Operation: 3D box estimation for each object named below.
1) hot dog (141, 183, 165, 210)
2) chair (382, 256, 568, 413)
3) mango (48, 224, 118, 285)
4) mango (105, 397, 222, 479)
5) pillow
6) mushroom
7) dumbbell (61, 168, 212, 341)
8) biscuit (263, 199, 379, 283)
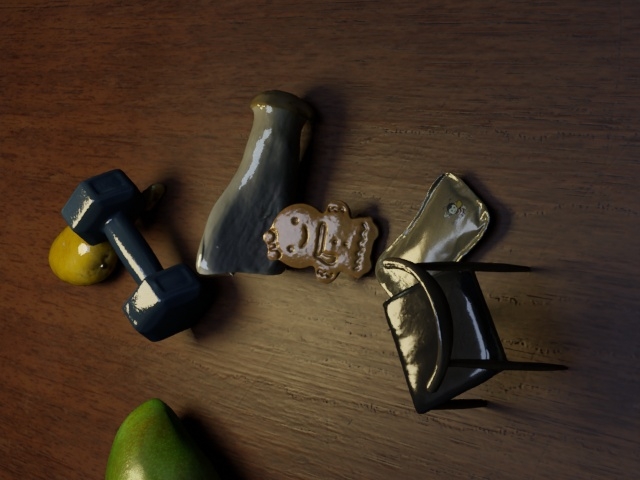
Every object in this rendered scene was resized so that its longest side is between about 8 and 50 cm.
[{"bbox_3d":[-0.331,-0.077,2.153,0.090,0.030,0.034,-30,67,36],"label":"hot dog"},{"bbox_3d":[0.174,0.127,1.521,0.166,0.272,0.188,-32,64,34],"label":"chair"},{"bbox_3d":[-0.472,0.022,2.225,0.195,0.098,0.137,-6,83,48],"label":"mango"},{"bbox_3d":[-0.264,0.441,1.924,0.225,0.201,0.382,116,144,-44],"label":"mango"},{"bbox_3d":[0.169,0.010,1.698,0.217,0.033,0.130,-54,53,23],"label":"pillow"},{"bbox_3d":[-0.100,-0.092,1.870,0.122,0.159,0.329,12,89,38],"label":"mushroom"},{"bbox_3d":[-0.337,0.025,2.050,0.160,0.144,0.325,-49,62,25],"label":"dumbbell"},{"bbox_3d":[0.004,-0.004,1.799,0.184,0.027,0.133,24,97,12],"label":"biscuit"}]
